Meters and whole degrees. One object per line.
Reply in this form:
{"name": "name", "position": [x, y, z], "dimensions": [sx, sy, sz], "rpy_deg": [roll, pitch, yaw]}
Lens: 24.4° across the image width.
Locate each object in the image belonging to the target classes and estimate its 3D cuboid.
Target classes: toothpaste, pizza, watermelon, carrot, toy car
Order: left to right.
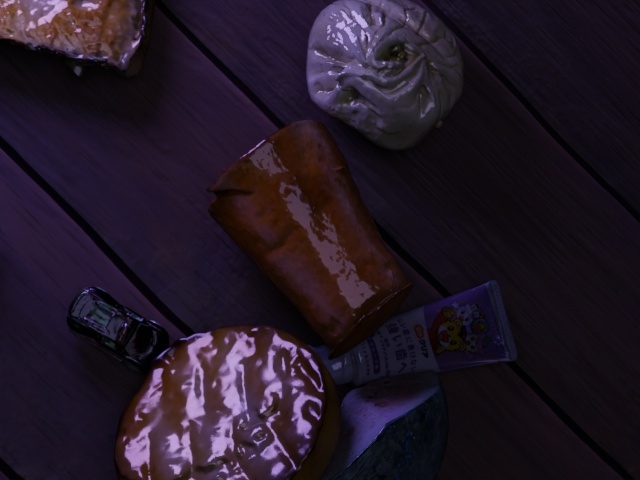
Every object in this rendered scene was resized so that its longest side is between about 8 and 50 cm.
{"name": "pizza", "position": [-0.359, -0.381, 1.940], "dimensions": [0.392, 0.080, 0.435], "rpy_deg": [41, 76, -5]}
{"name": "toy car", "position": [-0.258, 0.115, 1.899], "dimensions": [0.142, 0.055, 0.069], "rpy_deg": [32, 75, -10]}
{"name": "carrot", "position": [0.000, 0.000, 1.879], "dimensions": [0.196, 0.196, 0.254], "rpy_deg": [-33, 74, -16]}
{"name": "watermelon", "position": [0.058, 0.311, 1.867], "dimensions": [0.322, 0.188, 0.175], "rpy_deg": [-40, 109, -1]}
{"name": "toothpaste", "position": [0.124, 0.139, 1.986], "dimensions": [0.299, 0.073, 0.114], "rpy_deg": [-13, 81, -20]}

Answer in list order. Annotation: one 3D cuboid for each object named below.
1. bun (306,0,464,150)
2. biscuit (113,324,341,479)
{"name": "bun", "position": [0.088, -0.235, 1.994], "dimensions": [0.230, 0.145, 0.229], "rpy_deg": [2, 81, -10]}
{"name": "biscuit", "position": [-0.113, 0.240, 1.824], "dimensions": [0.296, 0.296, 0.102], "rpy_deg": [-48, 137, -15]}
